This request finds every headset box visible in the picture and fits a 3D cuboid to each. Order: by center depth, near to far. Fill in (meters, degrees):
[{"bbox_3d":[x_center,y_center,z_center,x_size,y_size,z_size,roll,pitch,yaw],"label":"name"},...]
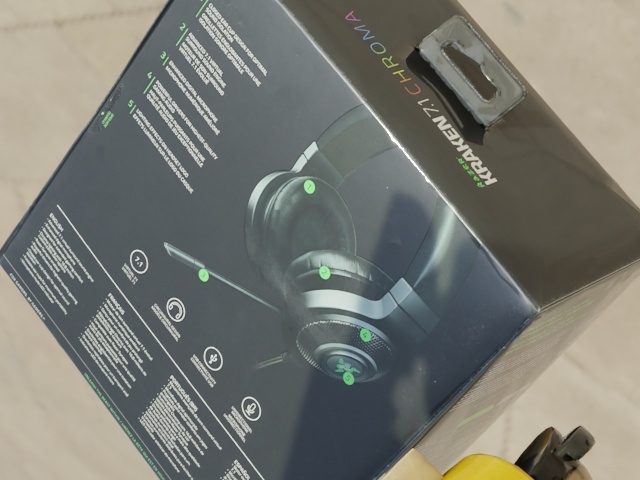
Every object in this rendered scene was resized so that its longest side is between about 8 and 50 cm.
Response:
[{"bbox_3d":[0.000,0.000,0.981,0.246,0.131,0.283,50,128,15],"label":"headset box"}]

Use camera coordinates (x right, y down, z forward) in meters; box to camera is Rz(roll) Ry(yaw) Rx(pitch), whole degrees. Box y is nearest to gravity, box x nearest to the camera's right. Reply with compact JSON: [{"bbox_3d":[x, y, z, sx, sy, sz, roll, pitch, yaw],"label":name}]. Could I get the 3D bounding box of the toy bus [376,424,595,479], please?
[{"bbox_3d":[0.050,0.114,0.570,0.104,0.191,0.202,46,-164,5],"label":"toy bus"}]
